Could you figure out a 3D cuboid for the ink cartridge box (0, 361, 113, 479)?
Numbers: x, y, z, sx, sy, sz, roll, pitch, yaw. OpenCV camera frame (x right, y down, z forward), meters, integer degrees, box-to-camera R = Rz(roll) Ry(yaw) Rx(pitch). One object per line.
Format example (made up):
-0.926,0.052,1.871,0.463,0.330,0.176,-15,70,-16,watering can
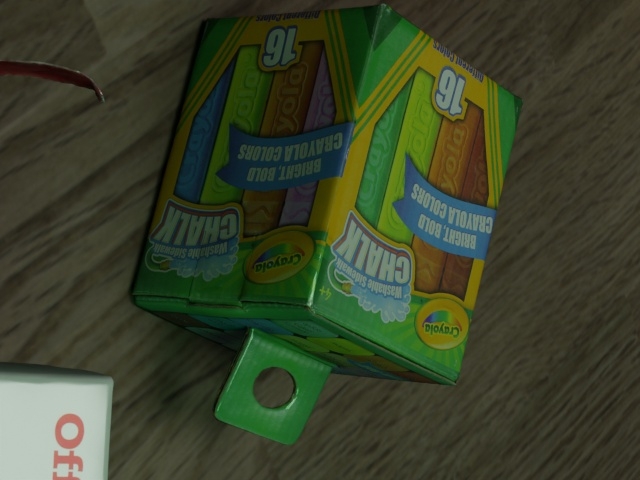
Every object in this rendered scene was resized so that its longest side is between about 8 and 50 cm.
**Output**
-0.267,0.165,1.002,0.289,0.121,0.211,4,87,-29,ink cartridge box

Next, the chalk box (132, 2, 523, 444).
0.000,0.000,1.326,0.180,0.179,0.289,27,71,-46,chalk box

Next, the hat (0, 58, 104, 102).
-0.272,-0.127,1.005,0.208,0.183,0.173,-27,111,-45,hat
